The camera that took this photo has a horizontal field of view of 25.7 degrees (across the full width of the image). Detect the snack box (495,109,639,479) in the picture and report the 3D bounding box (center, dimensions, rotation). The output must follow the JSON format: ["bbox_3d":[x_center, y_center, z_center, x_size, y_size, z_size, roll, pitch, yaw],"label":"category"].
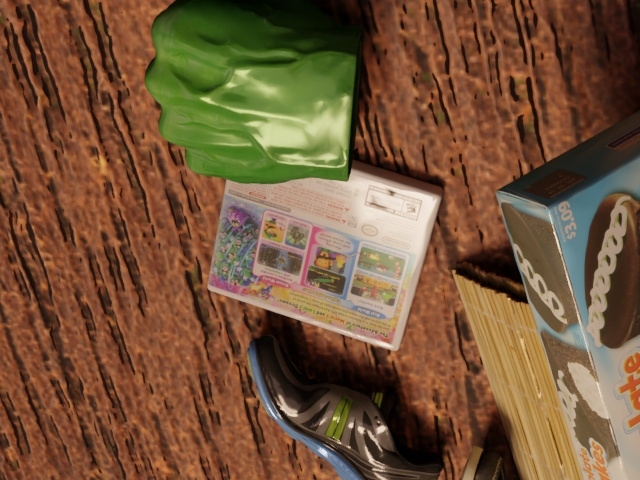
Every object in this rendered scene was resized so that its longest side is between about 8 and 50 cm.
[{"bbox_3d":[0.242,0.072,0.913,0.060,0.187,0.322,25,140,59],"label":"snack box"}]

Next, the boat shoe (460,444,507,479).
[{"bbox_3d":[0.148,0.251,1.102,0.079,0.084,0.233,3,128,21],"label":"boat shoe"}]

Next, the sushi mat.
[{"bbox_3d":[0.181,0.166,1.027,0.151,0.019,0.316,23,138,58],"label":"sushi mat"}]

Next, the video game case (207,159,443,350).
[{"bbox_3d":[0.000,0.000,1.045,0.157,0.019,0.143,18,123,7],"label":"video game case"}]

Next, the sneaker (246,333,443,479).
[{"bbox_3d":[0.019,0.135,1.099,0.188,0.067,0.078,41,102,-5],"label":"sneaker"}]

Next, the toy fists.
[{"bbox_3d":[-0.041,-0.167,0.919,0.142,0.096,0.279,6,120,4],"label":"toy fists"}]
